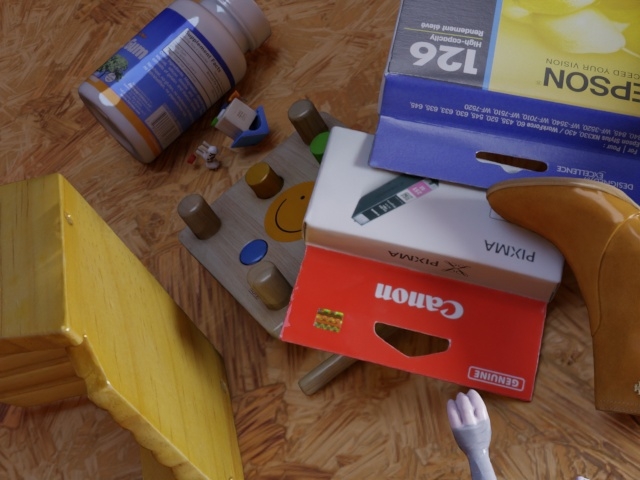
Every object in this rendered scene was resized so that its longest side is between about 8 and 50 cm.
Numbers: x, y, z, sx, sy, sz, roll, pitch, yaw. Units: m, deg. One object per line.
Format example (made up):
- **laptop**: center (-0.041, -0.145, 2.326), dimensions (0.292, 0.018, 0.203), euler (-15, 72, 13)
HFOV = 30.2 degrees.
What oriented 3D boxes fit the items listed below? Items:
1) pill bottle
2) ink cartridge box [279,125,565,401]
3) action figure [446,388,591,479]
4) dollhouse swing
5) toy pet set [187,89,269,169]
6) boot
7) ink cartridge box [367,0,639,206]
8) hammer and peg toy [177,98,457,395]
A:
- **pill bottle**: center (-0.206, -0.254, 1.731), dimensions (0.272, 0.152, 0.152), euler (-45, 43, -10)
- **ink cartridge box**: center (0.114, 0.019, 1.245), dimensions (0.275, 0.060, 0.238), euler (13, 62, 5)
- **action figure**: center (0.126, 0.309, 0.947), dimensions (0.370, 0.248, 0.275), euler (-28, 44, 12)
- **dollhouse swing**: center (-0.308, 0.153, 1.283), dimensions (0.305, 0.347, 0.315), euler (-25, 43, 9)
- **toy pet set**: center (-0.117, -0.154, 1.672), dimensions (0.114, 0.065, 0.122), euler (-36, 22, 56)
- **boot**: center (0.277, 0.057, 1.138), dimensions (0.295, 0.104, 0.211), euler (10, 82, 30)
- **ink cartridge box**: center (0.226, -0.192, 1.302), dimensions (0.304, 0.072, 0.307), euler (10, 55, 4)
- **hammer and peg toy**: center (0.000, 0.000, 1.390), dimensions (0.266, 0.127, 0.361), euler (-41, 43, -7)
